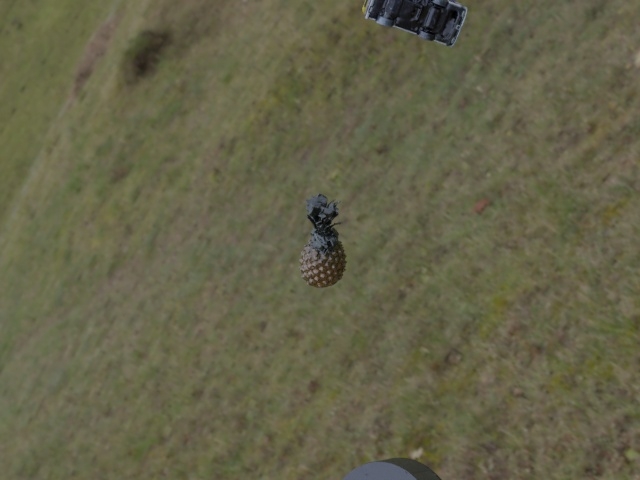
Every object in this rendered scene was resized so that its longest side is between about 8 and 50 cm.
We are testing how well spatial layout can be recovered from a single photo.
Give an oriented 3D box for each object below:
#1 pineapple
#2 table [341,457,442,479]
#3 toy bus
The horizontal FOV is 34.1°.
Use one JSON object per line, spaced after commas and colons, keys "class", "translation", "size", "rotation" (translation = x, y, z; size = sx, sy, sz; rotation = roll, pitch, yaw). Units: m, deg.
{"class": "pineapple", "translation": [0.000, 0.000, 1.148], "size": [0.058, 0.124, 0.058], "rotation": [-2, 52, 3]}
{"class": "table", "translation": [0.074, 0.292, 1.071], "size": [0.133, 0.043, 0.133], "rotation": [-4, 83, 36]}
{"class": "toy bus", "translation": [0.100, -0.247, 1.117], "size": [0.058, 0.102, 0.052], "rotation": [-102, 31, -67]}
